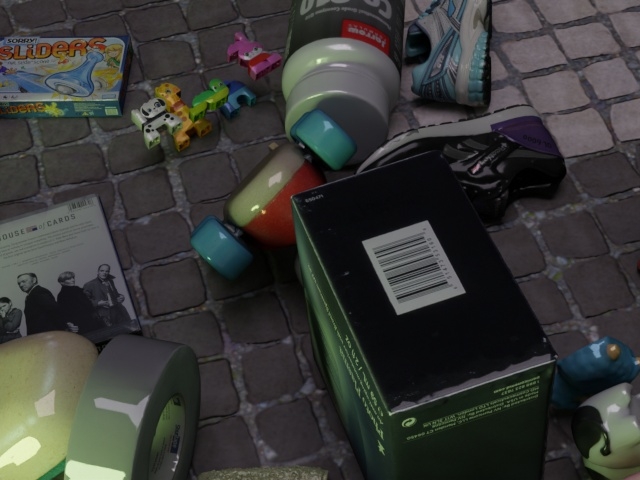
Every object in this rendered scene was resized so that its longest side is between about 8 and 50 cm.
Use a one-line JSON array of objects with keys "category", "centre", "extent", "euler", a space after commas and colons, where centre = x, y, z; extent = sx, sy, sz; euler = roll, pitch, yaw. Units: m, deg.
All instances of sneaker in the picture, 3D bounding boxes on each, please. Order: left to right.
[{"category": "sneaker", "centre": [0.180, -0.309, 1.934], "extent": [0.122, 0.110, 0.283], "euler": [0, 50, 9]}, {"category": "sneaker", "centre": [0.179, -0.080, 1.745], "extent": [0.283, 0.107, 0.124], "euler": [-19, 57, -12]}]

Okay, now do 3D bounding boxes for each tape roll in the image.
[{"category": "tape roll", "centre": [-0.193, 0.211, 1.443], "extent": [0.072, 0.219, 0.219], "euler": [9, 51, 11]}]

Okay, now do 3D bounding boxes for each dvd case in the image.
[{"category": "dvd case", "centre": [-0.335, 0.054, 1.710], "extent": [0.179, 0.030, 0.239], "euler": [-16, 50, -10]}]

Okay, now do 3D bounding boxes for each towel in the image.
[{"category": "towel", "centre": [-0.064, 0.293, 1.491], "extent": [0.148, 0.027, 0.110], "euler": [-2, 49, 2]}]

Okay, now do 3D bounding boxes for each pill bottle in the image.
[{"category": "pill bottle", "centre": [0.032, -0.250, 1.857], "extent": [0.161, 0.161, 0.283], "euler": [1, 50, 5]}]

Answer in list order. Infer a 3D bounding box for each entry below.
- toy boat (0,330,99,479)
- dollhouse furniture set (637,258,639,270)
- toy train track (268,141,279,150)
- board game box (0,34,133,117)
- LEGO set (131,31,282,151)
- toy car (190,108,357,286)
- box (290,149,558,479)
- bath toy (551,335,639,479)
[{"category": "toy boat", "centre": [-0.337, 0.258, 1.459], "extent": [0.267, 0.148, 0.318], "euler": [-21, 46, 31]}, {"category": "dollhouse furniture set", "centre": [0.564, 0.006, 1.578], "extent": [0.374, 0.201, 0.152], "euler": [29, 57, 26]}, {"category": "toy train track", "centre": [-0.040, -0.106, 1.838], "extent": [0.048, 0.014, 0.083], "euler": [-38, 51, -17]}, {"category": "board game box", "centre": [-0.375, -0.234, 1.953], "extent": [0.201, 0.035, 0.136], "euler": [-1, 50, 3]}, {"category": "LEGO set", "centre": [-0.173, -0.201, 1.875], "extent": [0.227, 0.087, 0.093], "euler": [-35, 71, -24]}, {"category": "toy car", "centre": [0.000, 0.000, 1.663], "extent": [0.238, 0.210, 0.219], "euler": [44, 89, -6]}, {"category": "box", "centre": [0.103, 0.124, 1.448], "extent": [0.182, 0.294, 0.296], "euler": [-18, 51, -8]}, {"category": "bath toy", "centre": [0.320, 0.277, 1.417], "extent": [0.129, 0.151, 0.348], "euler": [-33, 47, 27]}]
